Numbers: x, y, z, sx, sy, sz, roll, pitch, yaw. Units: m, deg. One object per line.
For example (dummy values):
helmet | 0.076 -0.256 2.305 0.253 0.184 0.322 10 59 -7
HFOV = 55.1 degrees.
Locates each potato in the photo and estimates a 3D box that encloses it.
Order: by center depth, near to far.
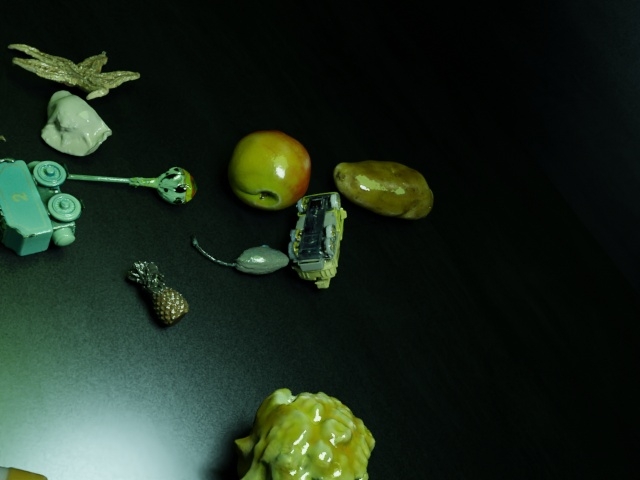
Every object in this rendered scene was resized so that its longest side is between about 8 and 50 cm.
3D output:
potato | 0.208 -0.169 1.967 0.369 0.176 0.195 8 81 -30

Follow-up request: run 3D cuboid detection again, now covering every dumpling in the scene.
dumpling | -0.596 -0.272 1.456 0.134 0.100 0.169 -45 102 -18

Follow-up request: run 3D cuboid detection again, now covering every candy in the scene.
candy | -0.451 -0.136 1.484 0.306 0.083 0.091 1 75 -29

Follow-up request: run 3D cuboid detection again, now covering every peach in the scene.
peach | -0.138 -0.190 1.662 0.231 0.231 0.230 21 47 -25

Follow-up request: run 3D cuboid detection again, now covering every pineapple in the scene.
pineapple | -0.359 0.111 1.349 0.159 0.074 0.074 49 42 5

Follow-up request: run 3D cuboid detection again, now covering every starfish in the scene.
starfish | -0.610 -0.428 1.566 0.299 0.060 0.302 29 29 17

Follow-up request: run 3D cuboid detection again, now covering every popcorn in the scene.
popcorn | -0.036 0.456 1.202 0.274 0.279 0.335 49 25 -26

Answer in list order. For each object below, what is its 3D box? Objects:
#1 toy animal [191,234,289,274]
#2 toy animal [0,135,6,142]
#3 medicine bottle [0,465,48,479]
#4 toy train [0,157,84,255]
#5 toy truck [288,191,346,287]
toy animal | -0.202 0.044 1.546 0.253 0.070 0.079 8 18 -20
toy animal | -0.735 -0.234 1.314 0.219 0.086 0.069 64 6 26
medicine bottle | -0.535 0.419 0.847 0.232 0.238 0.237 25 46 -20
toy train | -0.599 -0.073 1.277 0.163 0.112 0.203 -17 70 -38
toy truck | 0.000 0.000 1.671 0.272 0.124 0.157 -81 159 -47
